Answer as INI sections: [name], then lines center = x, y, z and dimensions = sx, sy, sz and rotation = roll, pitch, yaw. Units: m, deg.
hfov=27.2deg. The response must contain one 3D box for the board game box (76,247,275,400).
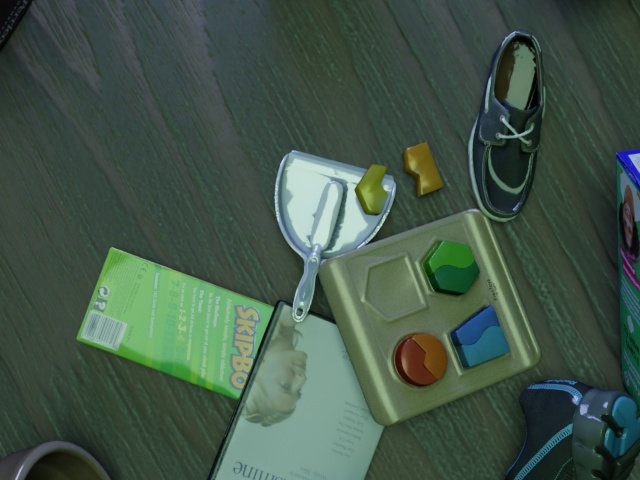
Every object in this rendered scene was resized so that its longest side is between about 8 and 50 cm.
[board game box]
center = -0.159, 0.110, 1.639
dimensions = 0.259, 0.039, 0.124
rotation = 20, 87, 6

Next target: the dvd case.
[dvd case]
center = -0.014, 0.220, 1.612
dimensions = 0.180, 0.022, 0.253
rotation = 22, 87, -8

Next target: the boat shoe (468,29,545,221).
[boat shoe]
center = 0.230, -0.140, 1.615
dimensions = 0.084, 0.079, 0.233
rotation = 8, 85, -1

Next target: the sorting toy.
[sorting toy]
center = 0.119, 0.044, 1.596
dimensions = 0.229, 0.041, 0.307
rotation = -19, 85, -18

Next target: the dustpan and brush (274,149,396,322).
[dustpan and brush]
center = 0.000, 0.000, 1.620
dimensions = 0.147, 0.060, 0.211
rotation = 15, 83, 3

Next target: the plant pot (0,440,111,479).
[plant pot]
center = -0.377, 0.383, 1.546
dimensions = 0.229, 0.263, 0.263
rotation = -16, 85, 21

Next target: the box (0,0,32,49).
[box]
center = -0.477, -0.282, 1.513
dimensions = 0.143, 0.381, 0.191
rotation = 33, 88, 3

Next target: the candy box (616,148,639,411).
[candy box]
center = 0.483, 0.045, 1.502
dimensions = 0.268, 0.122, 0.317
rotation = -7, 115, 1

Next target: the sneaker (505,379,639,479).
[sneaker]
center = 0.290, 0.330, 1.573
dimensions = 0.140, 0.125, 0.341
rotation = 14, 99, 43
